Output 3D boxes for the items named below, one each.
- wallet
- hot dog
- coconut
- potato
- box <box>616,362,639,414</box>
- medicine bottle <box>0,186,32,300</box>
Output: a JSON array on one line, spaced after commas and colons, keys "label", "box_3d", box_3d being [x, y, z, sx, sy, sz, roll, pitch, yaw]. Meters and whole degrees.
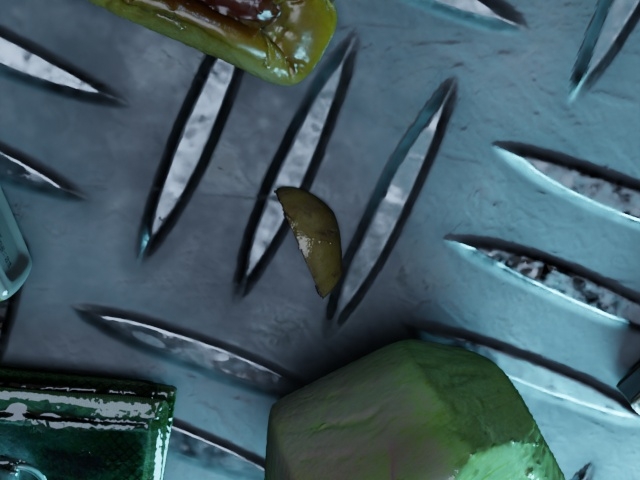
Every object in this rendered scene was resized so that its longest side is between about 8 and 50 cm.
[{"label": "wallet", "box_3d": [-0.239, 0.175, 0.803, 0.236, 0.055, 0.160, 8, 112, -6]}, {"label": "hot dog", "box_3d": [-0.104, -0.182, 0.696, 0.242, 0.073, 0.084, 24, 98, -10]}, {"label": "coconut", "box_3d": [0.054, 0.187, 0.744, 0.236, 0.236, 0.204, -33, 70, 6]}, {"label": "potato", "box_3d": [0.000, 0.000, 0.771, 0.036, 0.037, 0.093, -24, 105, -1]}, {"label": "box", "box_3d": [0.415, 0.070, 0.807, 0.325, 0.047, 0.180, -44, 103, 9]}, {"label": "medicine bottle", "box_3d": [-0.322, 0.005, 0.729, 0.188, 0.088, 0.132, -20, 106, 2]}]
